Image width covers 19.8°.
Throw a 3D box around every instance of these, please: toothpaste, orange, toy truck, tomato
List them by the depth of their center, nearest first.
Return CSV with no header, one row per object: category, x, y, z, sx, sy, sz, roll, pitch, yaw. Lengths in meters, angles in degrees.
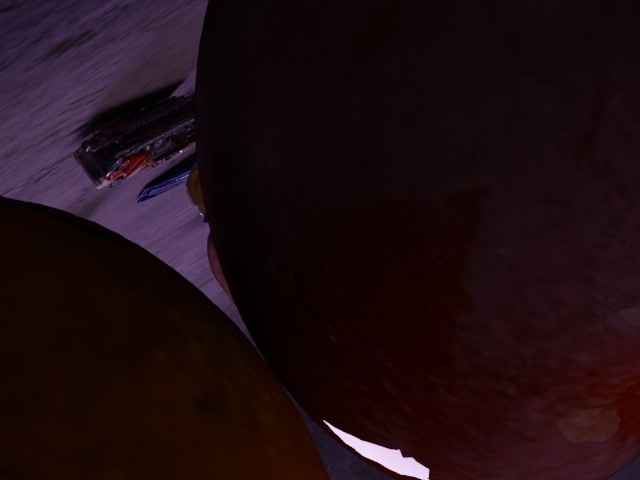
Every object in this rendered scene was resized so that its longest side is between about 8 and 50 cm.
orange,-0.115,0.106,0.510,0.246,0.246,0.246,-38,176,-3
tomato,0.088,-0.055,0.558,0.270,0.227,0.270,-30,164,-10
toy truck,-0.073,-0.042,0.750,0.032,0.024,0.083,-36,178,33
toothpaste,-0.061,-0.042,0.972,0.083,0.015,0.024,-31,175,-23

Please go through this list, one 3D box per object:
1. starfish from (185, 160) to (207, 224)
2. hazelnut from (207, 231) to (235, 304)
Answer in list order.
starfish,0.024,-0.107,0.756,0.138,0.050,0.247,-35,168,-32
hazelnut,0.000,0.000,1.215,0.154,0.143,0.143,-22,-175,29
